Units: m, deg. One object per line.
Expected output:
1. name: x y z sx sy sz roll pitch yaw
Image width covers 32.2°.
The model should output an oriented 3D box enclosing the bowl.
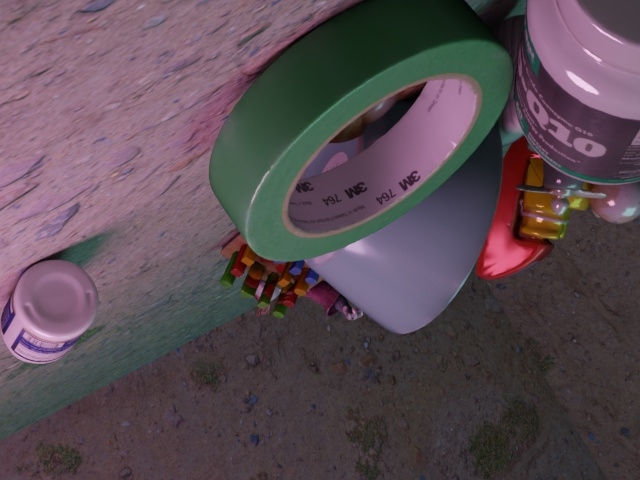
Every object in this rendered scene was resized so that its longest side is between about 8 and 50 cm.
1. bowl: 0.075 -0.054 1.398 0.163 0.312 0.311 21 149 -21

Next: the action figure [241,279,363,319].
1. action figure: 0.000 0.000 2.058 0.370 0.248 0.276 -33 -159 13

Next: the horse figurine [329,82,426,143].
1. horse figurine: 0.051 -0.162 1.217 0.263 0.066 0.174 -34 169 2

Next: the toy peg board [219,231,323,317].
1. toy peg board: -0.078 0.052 1.857 0.160 0.161 0.079 -37 -154 53

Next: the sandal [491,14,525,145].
1. sandal: 0.248 -0.190 1.482 0.102 0.169 0.416 10 174 -12

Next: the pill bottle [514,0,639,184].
1. pill bottle: 0.286 -0.187 1.011 0.204 0.204 0.361 -31 166 0

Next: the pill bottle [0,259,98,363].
1. pill bottle: -0.322 0.090 1.297 0.094 0.094 0.169 -28 174 -30

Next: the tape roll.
1. tape roll: 0.044 -0.108 1.119 0.321 0.077 0.321 -29 157 -13

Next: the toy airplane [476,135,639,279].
1. toy airplane: 0.399 -0.138 1.732 0.386 0.272 0.384 -43 155 -31
